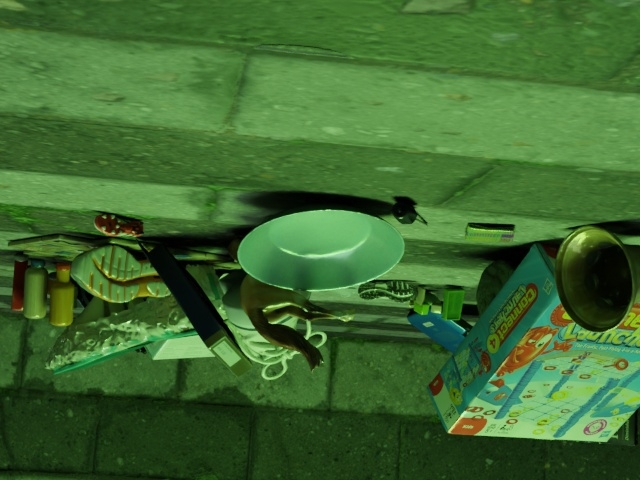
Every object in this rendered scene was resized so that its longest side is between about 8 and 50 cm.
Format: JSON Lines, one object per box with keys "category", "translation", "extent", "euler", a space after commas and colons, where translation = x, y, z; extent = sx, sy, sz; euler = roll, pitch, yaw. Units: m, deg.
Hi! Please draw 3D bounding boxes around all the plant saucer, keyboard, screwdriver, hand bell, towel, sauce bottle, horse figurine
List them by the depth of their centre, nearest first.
{"category": "screwdriver", "translation": [0.110, -0.023, 1.286], "extent": [0.025, 0.024, 0.170], "euler": [31, -177, 21]}
{"category": "plant saucer", "translation": [0.000, 0.000, 1.307], "extent": [0.194, 0.038, 0.195], "euler": [-3, 150, -2]}
{"category": "hand bell", "translation": [0.417, 0.033, 1.365], "extent": [0.242, 0.126, 0.126], "euler": [-7, 178, -31]}
{"category": "towel", "translation": [0.208, -0.009, 1.378], "extent": [0.060, 0.009, 0.083], "euler": [3, 171, 7]}
{"category": "horse figurine", "translation": [-0.042, 0.058, 1.445], "extent": [0.174, 0.066, 0.263], "euler": [5, -146, -1]}
{"category": "sauce bottle", "translation": [0.397, 0.100, 1.685], "extent": [0.344, 0.112, 0.111], "euler": [10, 170, -28]}
{"category": "keyboard", "translation": [0.048, 0.087, 2.109], "extent": [0.072, 0.014, 0.256], "euler": [-4, 171, 13]}

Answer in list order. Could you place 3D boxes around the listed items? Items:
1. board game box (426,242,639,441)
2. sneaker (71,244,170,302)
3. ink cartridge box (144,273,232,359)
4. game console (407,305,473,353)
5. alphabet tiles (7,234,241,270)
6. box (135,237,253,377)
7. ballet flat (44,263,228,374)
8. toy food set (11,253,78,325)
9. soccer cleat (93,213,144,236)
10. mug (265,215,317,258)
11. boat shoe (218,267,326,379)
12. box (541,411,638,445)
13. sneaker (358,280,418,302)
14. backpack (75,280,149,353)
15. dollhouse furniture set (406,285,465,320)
{"category": "board game box", "translation": [0.357, 0.155, 1.581], "extent": [0.308, 0.086, 0.302], "euler": [8, 131, -28]}
{"category": "sneaker", "translation": [-0.315, 0.054, 1.726], "extent": [0.083, 0.084, 0.215], "euler": [5, 174, 29]}
{"category": "ink cartridge box", "translation": [-0.186, 0.123, 2.027], "extent": [0.189, 0.066, 0.232], "euler": [4, 130, -51]}
{"category": "game console", "translation": [0.356, 0.166, 2.455], "extent": [0.250, 0.173, 0.293], "euler": [35, 169, -1]}
{"category": "alphabet tiles", "translation": [-0.316, 0.024, 1.836], "extent": [0.342, 0.011, 0.285], "euler": [11, 169, -40]}
{"category": "box", "translation": [-0.187, 0.090, 1.658], "extent": [0.036, 0.225, 0.136], "euler": [-37, 152, -4]}
{"category": "ballet flat", "translation": [-0.315, 0.128, 1.919], "extent": [0.408, 0.147, 0.147], "euler": [-17, 161, 32]}
{"category": "toy food set", "translation": [-0.479, 0.067, 1.961], "extent": [0.111, 0.105, 0.232], "euler": [4, -169, -11]}
{"category": "soccer cleat", "translation": [-0.268, -0.018, 1.466], "extent": [0.035, 0.029, 0.083], "euler": [-8, 171, 38]}
{"category": "mug", "translation": [-0.030, 0.002, 1.393], "extent": [0.078, 0.062, 0.064], "euler": [0, 166, -20]}
{"category": "boat shoe", "translation": [-0.074, 0.127, 1.660], "extent": [0.135, 0.157, 0.367], "euler": [-22, -173, -11]}
{"category": "box", "translation": [0.445, 0.211, 1.903], "extent": [0.184, 0.261, 0.103], "euler": [0, 171, 19]}
{"category": "sneaker", "translation": [0.124, 0.087, 2.004], "extent": [0.109, 0.040, 0.043], "euler": [4, -171, 21]}
{"category": "backpack", "translation": [-0.372, 0.113, 2.086], "extent": [0.173, 0.117, 0.158], "euler": [47, 161, -22]}
{"category": "dollhouse furniture set", "translation": [0.202, 0.098, 2.071], "extent": [0.076, 0.059, 0.151], "euler": [0, -166, -28]}
